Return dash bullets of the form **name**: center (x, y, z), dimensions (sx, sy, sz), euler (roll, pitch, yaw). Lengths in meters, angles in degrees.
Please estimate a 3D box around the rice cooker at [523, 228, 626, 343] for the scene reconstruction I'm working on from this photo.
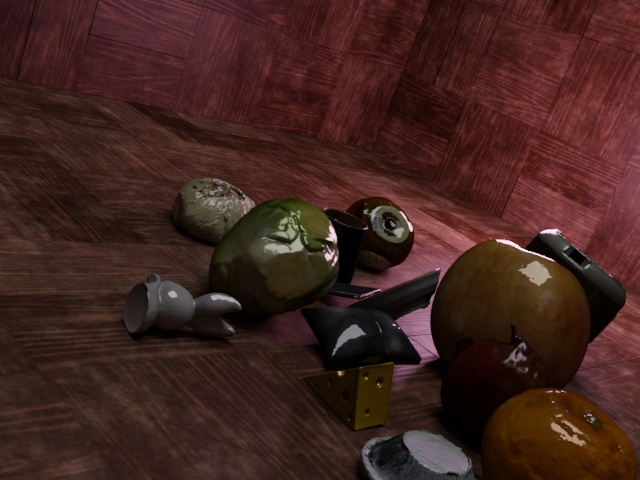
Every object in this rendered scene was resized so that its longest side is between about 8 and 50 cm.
- **rice cooker**: center (0.671, 0.175, 2.178), dimensions (0.335, 0.325, 0.335), euler (39, 11, -9)

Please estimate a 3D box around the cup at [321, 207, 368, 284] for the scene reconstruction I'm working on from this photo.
- **cup**: center (0.007, 0.007, 2.148), dimensions (0.239, 0.177, 0.166), euler (14, 18, -21)

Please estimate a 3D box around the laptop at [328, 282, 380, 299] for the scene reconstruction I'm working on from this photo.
- **laptop**: center (0.054, 0.131, 2.004), dimensions (0.180, 0.016, 0.129), euler (8, 8, 30)

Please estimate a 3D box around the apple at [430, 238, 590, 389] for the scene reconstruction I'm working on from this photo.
- **apple**: center (0.463, 0.185, 1.850), dimensions (0.391, 0.347, 0.391), euler (21, 11, -4)

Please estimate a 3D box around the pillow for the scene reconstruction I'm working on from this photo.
- **pillow**: center (0.090, 0.215, 1.716), dimensions (0.249, 0.106, 0.186), euler (7, 28, -32)

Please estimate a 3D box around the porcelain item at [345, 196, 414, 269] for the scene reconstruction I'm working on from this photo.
- **porcelain item**: center (0.166, -0.013, 2.424), dimensions (0.253, 0.253, 0.253), euler (19, 16, -6)

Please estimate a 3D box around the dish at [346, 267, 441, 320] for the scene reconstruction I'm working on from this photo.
- **dish**: center (0.201, 0.159, 1.931), dimensions (0.260, 0.260, 0.085), euler (-10, 76, -60)

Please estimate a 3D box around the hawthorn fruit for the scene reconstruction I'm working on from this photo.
- **hawthorn fruit**: center (0.364, 0.290, 1.560), dimensions (0.208, 0.248, 0.208), euler (16, 20, -6)

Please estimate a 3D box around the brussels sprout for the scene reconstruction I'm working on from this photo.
- **brussels sprout**: center (-0.098, 0.051, 1.755), dimensions (0.268, 0.344, 0.344), euler (52, 9, -17)

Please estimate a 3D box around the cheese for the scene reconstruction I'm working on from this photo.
- **cheese**: center (0.050, 0.287, 1.497), dimensions (0.093, 0.126, 0.171), euler (0, 7, -38)

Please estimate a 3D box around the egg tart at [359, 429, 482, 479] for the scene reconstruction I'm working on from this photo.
- **egg tart**: center (0.181, 0.393, 1.284), dimensions (0.234, 0.094, 0.234), euler (17, 16, -5)

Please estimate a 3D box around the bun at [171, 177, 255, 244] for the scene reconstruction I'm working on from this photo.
- **bun**: center (-0.293, -0.092, 2.153), dimensions (0.259, 0.152, 0.259), euler (17, 16, -5)

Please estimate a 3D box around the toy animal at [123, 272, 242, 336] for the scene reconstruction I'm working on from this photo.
- **toy animal**: center (-0.278, 0.135, 1.524), dimensions (0.220, 0.104, 0.131), euler (9, 19, -36)

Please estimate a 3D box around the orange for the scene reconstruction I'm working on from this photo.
- **orange**: center (0.405, 0.388, 1.313), dimensions (0.261, 0.261, 0.261), euler (19, 16, -6)
